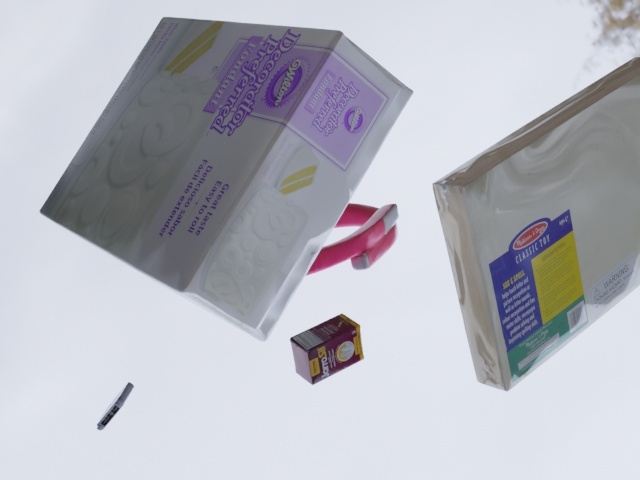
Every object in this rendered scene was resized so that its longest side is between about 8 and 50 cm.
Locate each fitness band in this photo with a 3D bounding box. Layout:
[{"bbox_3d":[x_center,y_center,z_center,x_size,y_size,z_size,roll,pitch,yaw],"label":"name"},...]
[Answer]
[{"bbox_3d":[0.000,0.000,1.591,0.209,0.054,0.291,-5,-164,25],"label":"fitness band"}]

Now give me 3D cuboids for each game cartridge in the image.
[{"bbox_3d":[-0.335,0.270,1.765,0.083,0.017,0.056,-49,-167,31],"label":"game cartridge"}]

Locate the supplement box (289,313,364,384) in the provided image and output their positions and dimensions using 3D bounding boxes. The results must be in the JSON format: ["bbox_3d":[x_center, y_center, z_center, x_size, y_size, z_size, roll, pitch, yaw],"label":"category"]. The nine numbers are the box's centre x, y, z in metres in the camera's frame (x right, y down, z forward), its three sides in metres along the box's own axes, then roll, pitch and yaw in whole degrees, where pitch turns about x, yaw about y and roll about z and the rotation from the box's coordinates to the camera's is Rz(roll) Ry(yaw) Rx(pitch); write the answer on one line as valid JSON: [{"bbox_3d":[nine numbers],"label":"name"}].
[{"bbox_3d":[0.009,0.137,1.365,0.083,0.055,0.043,-24,-147,-26],"label":"supplement box"}]

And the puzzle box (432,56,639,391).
[{"bbox_3d":[0.313,-0.032,1.330,0.409,0.272,0.052,-31,-152,-33],"label":"puzzle box"}]

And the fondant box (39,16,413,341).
[{"bbox_3d":[-0.100,-0.073,0.960,0.330,0.096,0.238,21,-102,54],"label":"fondant box"}]
